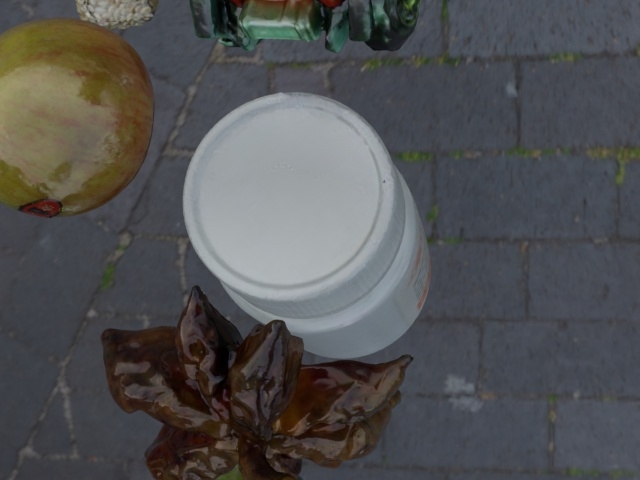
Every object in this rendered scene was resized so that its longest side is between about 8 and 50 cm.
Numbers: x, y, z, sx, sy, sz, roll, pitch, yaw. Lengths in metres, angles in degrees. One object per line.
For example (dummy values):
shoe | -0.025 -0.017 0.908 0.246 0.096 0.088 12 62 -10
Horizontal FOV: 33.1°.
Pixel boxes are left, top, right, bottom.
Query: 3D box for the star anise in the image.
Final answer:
star anise | -0.044 0.107 0.671 0.196 0.212 0.111 4 71 25

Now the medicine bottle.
medicine bottle | 0.000 0.000 1.109 0.211 0.371 0.211 -2 76 9

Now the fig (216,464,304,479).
fig | -0.086 0.296 1.200 0.156 0.123 0.123 16 118 38

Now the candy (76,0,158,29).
candy | -0.280 -0.335 1.471 0.110 0.085 0.095 -17 100 -13

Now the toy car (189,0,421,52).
toy car | 0.006 -0.125 0.350 0.073 0.143 0.054 8 158 25

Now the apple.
apple | -0.111 -0.051 0.445 0.071 0.084 0.084 13 121 -38
